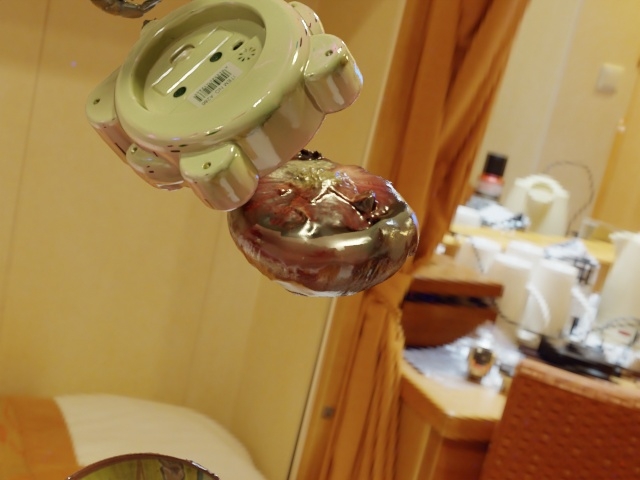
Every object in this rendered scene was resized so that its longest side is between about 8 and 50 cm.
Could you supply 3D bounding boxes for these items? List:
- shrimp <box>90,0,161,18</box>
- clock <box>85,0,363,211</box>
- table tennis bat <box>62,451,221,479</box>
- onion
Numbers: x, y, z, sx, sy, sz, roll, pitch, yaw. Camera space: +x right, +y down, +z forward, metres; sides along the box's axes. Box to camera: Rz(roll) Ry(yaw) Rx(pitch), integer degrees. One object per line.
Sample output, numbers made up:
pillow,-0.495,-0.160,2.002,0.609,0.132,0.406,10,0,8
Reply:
shrimp,-0.379,-0.524,2.057,0.150,0.217,0.051,42,39,-19
clock,-0.114,-0.176,1.218,0.309,0.284,0.114,38,-14,46
table tennis bat,-0.273,0.414,1.208,0.414,0.268,0.051,-25,-6,-20
onion,0.000,0.000,1.439,0.271,0.195,0.272,6,34,-4
